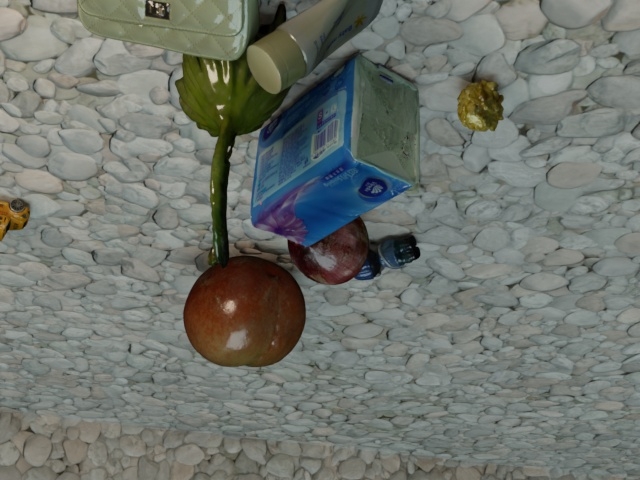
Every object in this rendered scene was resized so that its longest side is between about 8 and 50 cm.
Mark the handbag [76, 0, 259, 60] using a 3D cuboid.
[{"bbox_3d":[-0.192,-0.345,1.145,0.256,0.079,0.219,11,131,10],"label":"handbag"}]

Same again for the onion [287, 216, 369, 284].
[{"bbox_3d":[0.000,0.000,1.716,0.159,0.160,0.195,-17,158,31],"label":"onion"}]

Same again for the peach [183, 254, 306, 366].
[{"bbox_3d":[-0.157,0.148,1.944,0.252,0.253,0.252,2,151,1],"label":"peach"}]

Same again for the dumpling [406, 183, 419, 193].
[{"bbox_3d":[0.141,-0.110,1.637,0.059,0.043,0.077,1,172,40],"label":"dumpling"}]

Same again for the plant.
[{"bbox_3d":[-0.099,-0.168,1.274,0.180,0.334,0.251,-9,140,-9],"label":"plant"}]

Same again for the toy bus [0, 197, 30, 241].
[{"bbox_3d":[-0.649,-0.047,1.783,0.162,0.074,0.069,14,148,-18],"label":"toy bus"}]

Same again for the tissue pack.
[{"bbox_3d":[0.021,-0.131,1.440,0.146,0.198,0.263,23,145,-30],"label":"tissue pack"}]

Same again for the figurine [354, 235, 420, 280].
[{"bbox_3d":[0.126,0.038,1.876,0.149,0.087,0.086,-14,110,26],"label":"figurine"}]

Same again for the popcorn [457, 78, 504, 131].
[{"bbox_3d":[0.248,-0.206,1.417,0.057,0.083,0.082,13,133,53],"label":"popcorn"}]

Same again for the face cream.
[{"bbox_3d":[0.010,-0.277,1.207,0.224,0.070,0.114,-36,163,-24],"label":"face cream"}]
